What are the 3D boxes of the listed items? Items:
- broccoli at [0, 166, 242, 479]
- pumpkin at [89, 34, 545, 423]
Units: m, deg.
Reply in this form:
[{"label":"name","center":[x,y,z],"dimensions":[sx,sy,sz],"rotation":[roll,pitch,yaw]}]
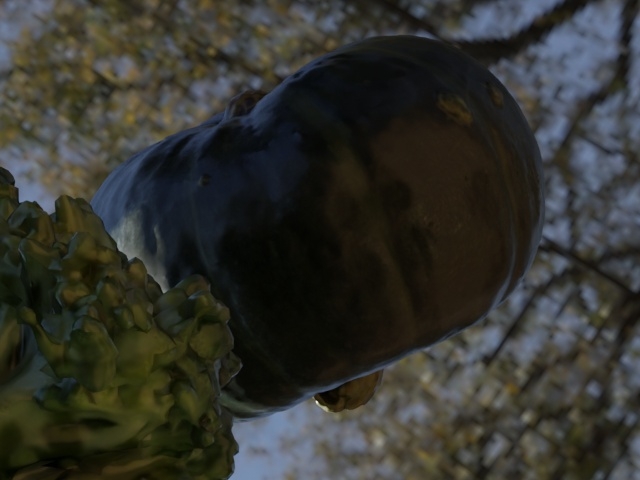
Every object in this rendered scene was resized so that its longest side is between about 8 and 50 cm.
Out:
[{"label":"broccoli","center":[-0.167,0.130,0.860],"dimensions":[0.317,0.277,0.338],"rotation":[-49,-56,-60]},{"label":"pumpkin","center":[0.000,0.000,1.223],"dimensions":[0.300,0.207,0.300],"rotation":[-25,-1,0]}]
